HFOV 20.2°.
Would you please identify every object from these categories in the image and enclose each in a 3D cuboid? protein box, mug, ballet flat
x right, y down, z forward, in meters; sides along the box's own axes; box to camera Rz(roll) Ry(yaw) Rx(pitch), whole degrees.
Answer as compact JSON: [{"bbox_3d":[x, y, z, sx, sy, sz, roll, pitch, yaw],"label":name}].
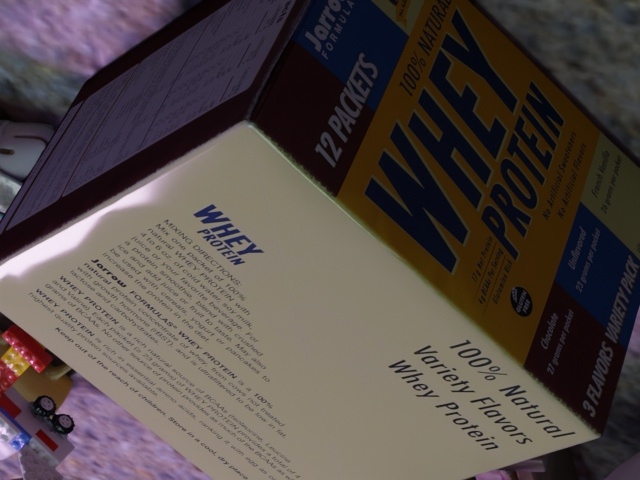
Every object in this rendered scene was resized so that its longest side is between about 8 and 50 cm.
[{"bbox_3d":[0.000,0.000,0.777,0.200,0.136,0.201,41,139,-21],"label":"protein box"},{"bbox_3d":[-0.182,0.077,1.037,0.064,0.078,0.062,45,170,-14],"label":"mug"},{"bbox_3d":[-0.129,-0.030,0.888,0.168,0.057,0.052,29,114,-13],"label":"ballet flat"}]

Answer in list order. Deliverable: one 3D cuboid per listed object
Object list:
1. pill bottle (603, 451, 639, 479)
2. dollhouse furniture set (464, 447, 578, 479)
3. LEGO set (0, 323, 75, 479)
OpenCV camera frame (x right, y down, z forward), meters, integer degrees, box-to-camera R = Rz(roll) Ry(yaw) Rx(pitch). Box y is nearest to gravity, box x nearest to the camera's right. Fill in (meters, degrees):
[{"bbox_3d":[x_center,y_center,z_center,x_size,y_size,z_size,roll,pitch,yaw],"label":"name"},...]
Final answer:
[{"bbox_3d":[0.253,0.272,0.919,0.204,0.204,0.361,0,137,27],"label":"pill bottle"},{"bbox_3d":[0.080,0.193,0.923,0.101,0.161,0.182,-1,126,28],"label":"dollhouse furniture set"},{"bbox_3d":[-0.226,0.044,0.969,0.244,0.060,0.182,4,119,24],"label":"LEGO set"}]
